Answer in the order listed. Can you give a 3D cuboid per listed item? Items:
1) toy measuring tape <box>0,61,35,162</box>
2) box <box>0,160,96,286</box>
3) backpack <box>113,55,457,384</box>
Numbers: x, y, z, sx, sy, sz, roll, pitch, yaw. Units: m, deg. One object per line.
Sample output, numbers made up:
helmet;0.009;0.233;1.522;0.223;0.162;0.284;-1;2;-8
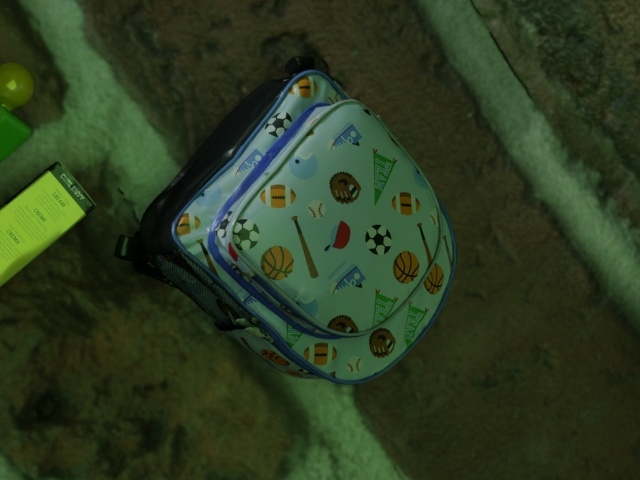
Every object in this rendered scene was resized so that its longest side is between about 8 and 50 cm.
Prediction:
toy measuring tape;-0.391;-0.054;1.406;0.330;0.121;0.121;-40;102;6
box;-0.314;0.022;1.427;0.232;0.087;0.058;-41;100;-11
backpack;0.000;0.000;1.466;0.276;0.213;0.263;-49;114;-13
